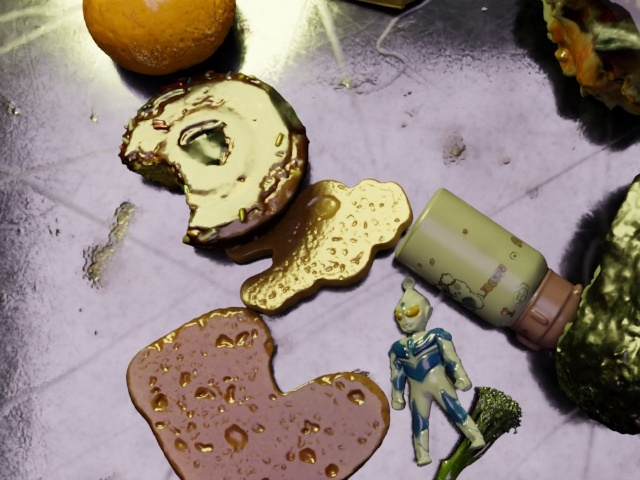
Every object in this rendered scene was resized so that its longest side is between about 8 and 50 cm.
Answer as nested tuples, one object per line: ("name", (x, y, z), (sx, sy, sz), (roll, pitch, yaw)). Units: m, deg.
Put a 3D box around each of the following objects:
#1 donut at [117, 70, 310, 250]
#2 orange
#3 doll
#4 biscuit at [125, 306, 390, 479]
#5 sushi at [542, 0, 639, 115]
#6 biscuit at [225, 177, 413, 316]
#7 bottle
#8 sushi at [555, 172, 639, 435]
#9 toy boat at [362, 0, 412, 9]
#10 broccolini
("donut", (-0.123, -0.098, 1.490), (0.230, 0.096, 0.216), (37, 74, 17))
("orange", (-0.195, -0.290, 1.488), (0.193, 0.161, 0.193), (-14, 43, 14))
("doll", (0.124, 0.155, 1.477), (0.114, 0.057, 0.227), (-26, 68, 34))
("biscuit", (-0.075, 0.201, 1.488), (0.262, 0.052, 0.277), (-36, 83, -8))
("sushi", (0.460, -0.350, 1.487), (0.417, 0.176, 0.417), (-1, 78, 6))
("biscuit", (0.000, -0.003, 1.496), (0.236, 0.040, 0.144), (-22, 69, 1))
("bottle", (0.212, 0.042, 1.472), (0.233, 0.110, 0.110), (35, 85, 4))
("sushi", (0.417, 0.066, 1.404), (0.171, 0.211, 0.350), (25, 83, 44))
("toy boat", (0.038, -0.354, 1.548), (0.206, 0.064, 0.072), (17, 69, 3))
("broccolini", (0.170, 0.278, 1.484), (0.067, 0.058, 0.216), (34, 95, 7))
